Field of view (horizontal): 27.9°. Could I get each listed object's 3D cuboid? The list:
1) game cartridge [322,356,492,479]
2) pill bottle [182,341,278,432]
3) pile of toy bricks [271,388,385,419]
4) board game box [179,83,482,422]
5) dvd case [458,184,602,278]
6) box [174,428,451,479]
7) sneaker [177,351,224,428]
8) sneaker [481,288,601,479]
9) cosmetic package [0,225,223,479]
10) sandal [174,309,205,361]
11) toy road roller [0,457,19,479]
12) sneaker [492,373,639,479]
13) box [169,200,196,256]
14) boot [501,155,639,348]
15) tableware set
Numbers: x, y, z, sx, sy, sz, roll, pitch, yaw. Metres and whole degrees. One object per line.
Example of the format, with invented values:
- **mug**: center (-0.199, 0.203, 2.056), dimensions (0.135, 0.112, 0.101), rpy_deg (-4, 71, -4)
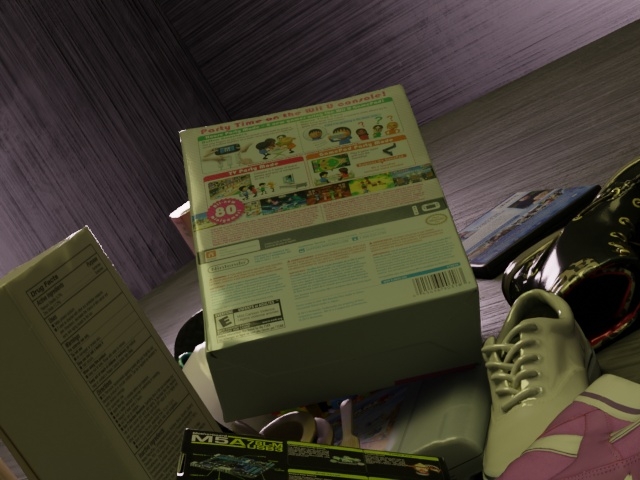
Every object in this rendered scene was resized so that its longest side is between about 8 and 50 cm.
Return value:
- **game cartridge**: center (0.017, 0.197, 1.083), dimensions (0.297, 0.062, 0.198), rpy_deg (-29, 12, 18)
- **pill bottle**: center (-0.019, 0.068, 1.368), dimensions (0.278, 0.162, 0.162), rpy_deg (-53, 3, 14)
- **pile of toy bricks**: center (0.040, 0.123, 1.251), dimensions (0.212, 0.105, 0.118), rpy_deg (-23, 11, 47)
- **board game box**: center (0.000, 0.000, 1.146), dimensions (0.224, 0.098, 0.303), rpy_deg (-12, 41, -1)
- **dvd case**: center (0.234, -0.010, 1.640), dimensions (0.180, 0.022, 0.253), rpy_deg (-35, 8, -12)
- **box**: center (-0.004, 0.184, 0.830), dimensions (0.190, 0.045, 0.184), rpy_deg (7, 13, -4)
- **sneaker**: center (-0.157, 0.192, 1.553), dimensions (0.267, 0.106, 0.101), rpy_deg (-35, 7, 30)
- **sneaker**: center (0.151, 0.110, 0.947), dimensions (0.094, 0.091, 0.258), rpy_deg (-29, 8, 17)
- **cosmetic package**: center (-0.211, 0.161, 1.230), dimensions (0.113, 0.309, 0.160), rpy_deg (-29, 8, 27)
- **sandal**: center (-0.006, 0.081, 1.555), dimensions (0.445, 0.168, 0.107), rpy_deg (-26, -15, 40)
- **toy road roller**: center (-0.462, 0.366, 1.342), dimensions (0.329, 0.202, 0.240), rpy_deg (-34, 10, 17)
- **sneaker**: center (0.155, 0.155, 0.680), dimensions (0.161, 0.102, 0.282), rpy_deg (-36, -2, -9)
- **box**: center (-0.115, 0.023, 2.002), dimensions (0.126, 0.232, 0.148), rpy_deg (-34, 8, -10)
- **boot**: center (0.277, 0.007, 1.149), dimensions (0.236, 0.085, 0.178), rpy_deg (-38, 9, 6)
- **tableware set**: center (-0.032, 0.190, 0.988), dimensions (0.128, 0.039, 0.194), rpy_deg (-32, 22, 13)
